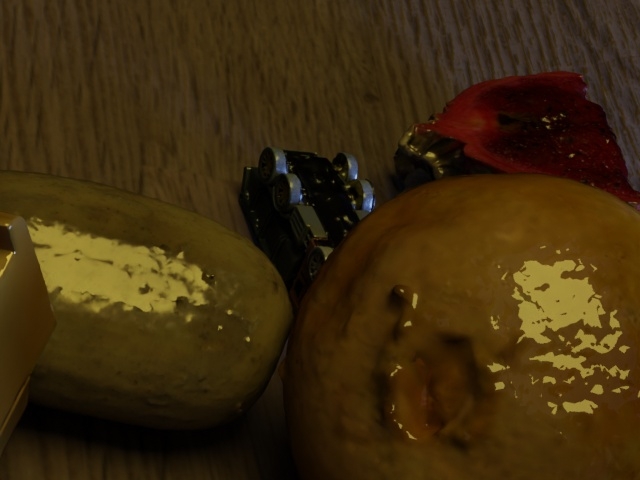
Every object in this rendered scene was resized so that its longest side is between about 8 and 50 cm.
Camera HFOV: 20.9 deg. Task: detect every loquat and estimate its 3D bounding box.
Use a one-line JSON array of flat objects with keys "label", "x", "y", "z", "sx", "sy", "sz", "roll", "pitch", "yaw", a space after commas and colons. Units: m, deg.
[{"label": "loquat", "x": 0.132, "y": 0.110, "z": 1.217, "sx": 0.328, "sy": 0.328, "sz": 0.328, "roll": 17, "pitch": 43, "yaw": -16}]

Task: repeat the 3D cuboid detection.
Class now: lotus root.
[{"label": "lotus root", "x": -0.183, "y": 0.034, "z": 1.216, "sx": 0.342, "sy": 0.151, "sz": 0.169, "roll": 16, "pitch": 45, "yaw": -16}]

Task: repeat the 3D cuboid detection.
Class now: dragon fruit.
[{"label": "dragon fruit", "x": 0.163, "y": -0.051, "z": 1.539, "sx": 0.211, "sy": 0.134, "sz": 0.262, "roll": 10, "pitch": 29, "yaw": -7}]

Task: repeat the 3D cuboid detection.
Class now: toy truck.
[{"label": "toy truck", "x": 0.000, "y": 0.000, "z": 1.408, "sx": 0.083, "sy": 0.092, "sz": 0.192, "roll": 4, "pitch": 40, "yaw": -29}]

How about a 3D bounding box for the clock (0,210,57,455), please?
[{"label": "clock", "x": -0.345, "y": 0.065, "z": 1.037, "sx": 0.317, "sy": 0.200, "sz": 0.244, "roll": 19, "pitch": 54, "yaw": 8}]
